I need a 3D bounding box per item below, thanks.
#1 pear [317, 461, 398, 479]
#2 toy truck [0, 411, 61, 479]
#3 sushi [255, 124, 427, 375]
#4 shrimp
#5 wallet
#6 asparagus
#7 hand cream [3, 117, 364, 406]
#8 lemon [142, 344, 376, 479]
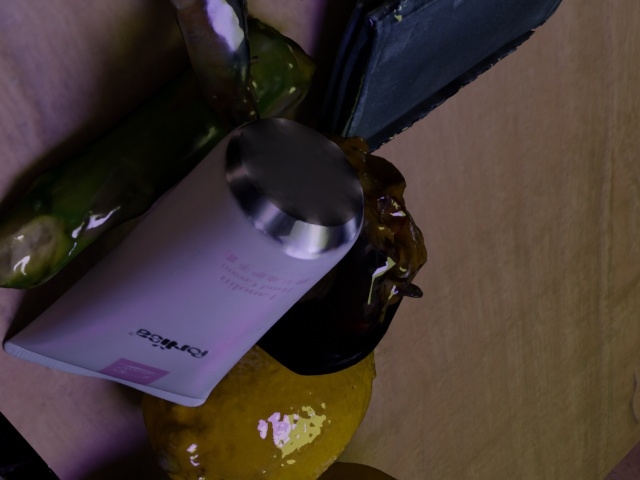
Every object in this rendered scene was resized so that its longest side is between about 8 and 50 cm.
[{"bbox_3d":[0.006,0.402,1.998,0.285,0.336,0.284,1,88,-31],"label":"pear"},{"bbox_3d":[-0.335,0.182,1.182,0.254,0.181,0.405,-47,154,-12],"label":"toy truck"},{"bbox_3d":[-0.006,-0.003,1.401,0.204,0.200,0.213,-48,-164,32],"label":"sushi"},{"bbox_3d":[-0.052,-0.185,1.231,0.144,0.052,0.251,-28,131,-29],"label":"shrimp"},{"bbox_3d":[0.126,-0.216,1.531,0.342,0.075,0.237,-38,159,-30],"label":"wallet"},{"bbox_3d":[-0.132,-0.072,1.296,0.343,0.082,0.085,-38,-172,-23],"label":"asparagus"},{"bbox_3d":[-0.101,0.038,1.291,0.186,0.118,0.359,17,143,-25],"label":"hand cream"},{"bbox_3d":[-0.058,0.140,1.561,0.260,0.204,0.204,-37,152,-37],"label":"lemon"}]
